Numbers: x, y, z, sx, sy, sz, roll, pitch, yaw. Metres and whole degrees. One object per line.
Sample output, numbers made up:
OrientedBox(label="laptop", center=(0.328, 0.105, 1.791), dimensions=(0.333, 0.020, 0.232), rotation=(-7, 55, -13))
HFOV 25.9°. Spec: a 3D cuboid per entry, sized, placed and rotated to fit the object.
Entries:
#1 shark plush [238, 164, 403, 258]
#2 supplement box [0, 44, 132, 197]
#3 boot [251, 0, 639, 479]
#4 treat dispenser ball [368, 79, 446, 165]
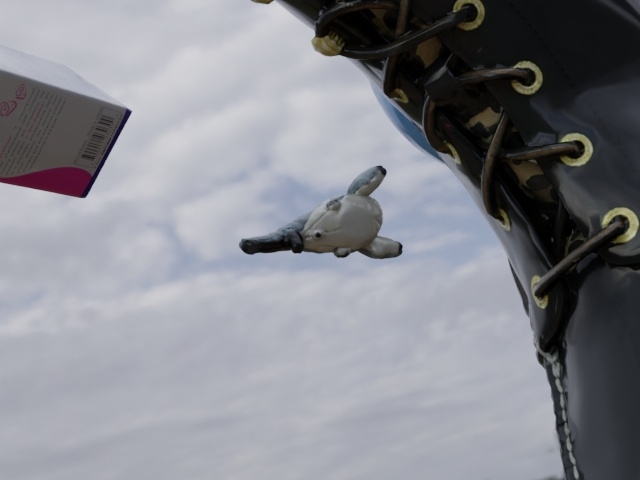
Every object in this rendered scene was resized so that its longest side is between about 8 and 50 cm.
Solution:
OrientedBox(label="shark plush", center=(0.000, 0.000, 1.081), dimensions=(0.067, 0.073, 0.161), rotation=(-10, 15, 41))
OrientedBox(label="supplement box", center=(-0.308, -0.125, 1.379), dimensions=(0.111, 0.114, 0.220), rotation=(-60, -23, 8))
OrientedBox(label="boot", center=(0.048, -0.031, 0.396), dimensions=(0.178, 0.236, 0.085), rotation=(31, -48, -24))
OrientedBox(label="treat dispenser ball", center=(0.179, -0.200, 1.293), dimensions=(0.288, 0.288, 0.288), rotation=(-14, -15, -4))
